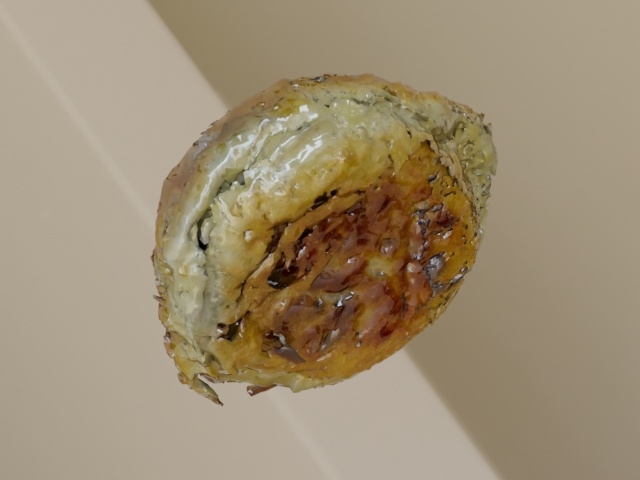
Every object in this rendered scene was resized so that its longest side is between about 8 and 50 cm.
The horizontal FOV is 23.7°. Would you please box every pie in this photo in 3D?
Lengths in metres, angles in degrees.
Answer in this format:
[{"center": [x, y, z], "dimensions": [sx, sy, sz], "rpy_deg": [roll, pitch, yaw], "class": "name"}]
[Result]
[{"center": [-0.001, -0.001, 1.116], "dimensions": [0.308, 0.085, 0.308], "rpy_deg": [-22, -44, -24], "class": "pie"}]
